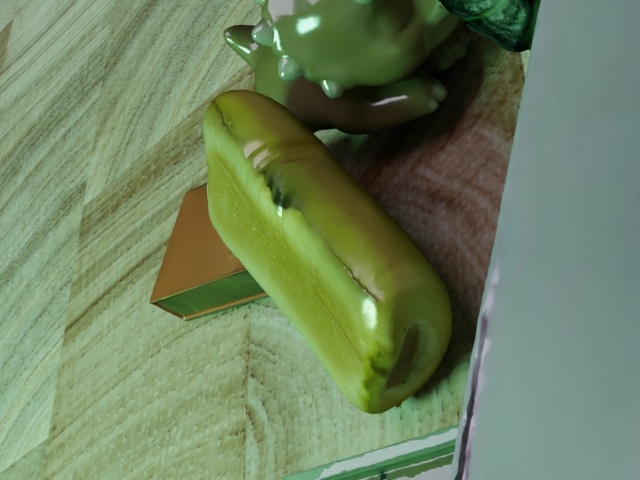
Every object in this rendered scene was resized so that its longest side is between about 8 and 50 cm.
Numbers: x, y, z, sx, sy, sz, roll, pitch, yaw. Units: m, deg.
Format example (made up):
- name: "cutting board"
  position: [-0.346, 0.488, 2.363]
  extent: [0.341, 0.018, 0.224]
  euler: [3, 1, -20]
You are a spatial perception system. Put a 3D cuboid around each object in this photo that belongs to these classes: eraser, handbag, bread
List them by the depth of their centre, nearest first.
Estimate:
- name: "eraser"
  position: [0.203, 0.024, 0.610]
  extent: [0.272, 0.122, 0.359]
  euler: [-8, 59, 47]
- name: "bread"
  position: [0.000, 0.000, 1.022]
  extent: [0.091, 0.142, 0.305]
  euler: [-20, 43, -20]
- name: "handbag"
  position: [-0.077, -0.003, 1.233]
  extent: [0.190, 0.063, 0.127]
  euler: [-21, 47, 52]

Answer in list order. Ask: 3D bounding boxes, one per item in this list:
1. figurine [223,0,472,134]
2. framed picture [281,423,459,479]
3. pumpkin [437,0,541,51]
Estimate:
- name: "figurine"
  position: [0.005, -0.186, 1.120]
  extent: [0.177, 0.173, 0.247]
  euler: [-49, 29, -21]
- name: "framed picture"
  position: [0.118, 0.196, 0.702]
  extent: [0.324, 0.020, 0.240]
  euler: [-23, 54, 26]
- name: "pumpkin"
  position: [0.165, -0.229, 0.915]
  extent: [0.220, 0.220, 0.161]
  euler: [-28, 29, 41]
